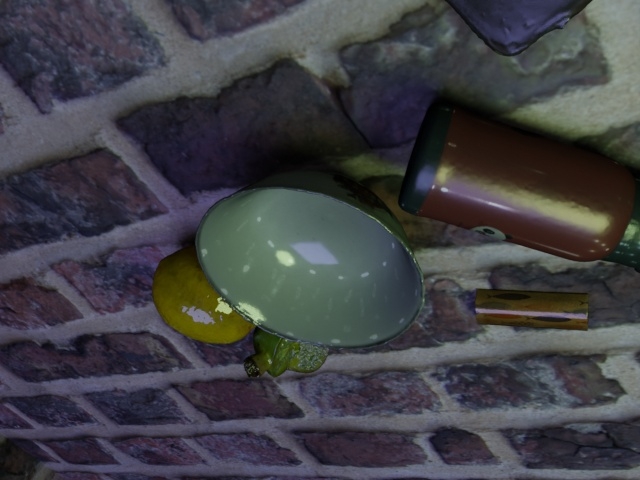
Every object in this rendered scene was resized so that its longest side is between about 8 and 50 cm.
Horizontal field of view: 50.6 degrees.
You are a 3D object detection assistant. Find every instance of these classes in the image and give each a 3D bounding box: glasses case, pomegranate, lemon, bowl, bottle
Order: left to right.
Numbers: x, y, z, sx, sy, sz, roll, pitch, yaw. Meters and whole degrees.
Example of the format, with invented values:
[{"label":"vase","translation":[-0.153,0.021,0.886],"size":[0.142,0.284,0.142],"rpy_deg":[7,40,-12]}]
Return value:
[{"label":"lemon","translation":[-0.192,0.096,1.187],"size":[0.207,0.170,0.170],"rpy_deg":[25,140,-7]},{"label":"pomegranate","translation":[-0.073,0.187,1.258],"size":[0.169,0.122,0.143],"rpy_deg":[-15,139,-20]},{"label":"bowl","translation":[0.000,0.000,1.001],"size":[0.337,0.158,0.337],"rpy_deg":[11,138,10]},{"label":"glasses case","translation":[0.334,0.115,1.073],"size":[0.169,0.041,0.065],"rpy_deg":[1,136,22]},{"label":"bottle","translation":[0.274,-0.054,0.838],"size":[0.336,0.144,0.144],"rpy_deg":[19,140,1]}]

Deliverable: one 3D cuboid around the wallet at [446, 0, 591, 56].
[{"label":"wallet","translation":[0.243,-0.317,0.636],"size":[0.165,0.042,0.309],"rpy_deg":[38,136,-16]}]
